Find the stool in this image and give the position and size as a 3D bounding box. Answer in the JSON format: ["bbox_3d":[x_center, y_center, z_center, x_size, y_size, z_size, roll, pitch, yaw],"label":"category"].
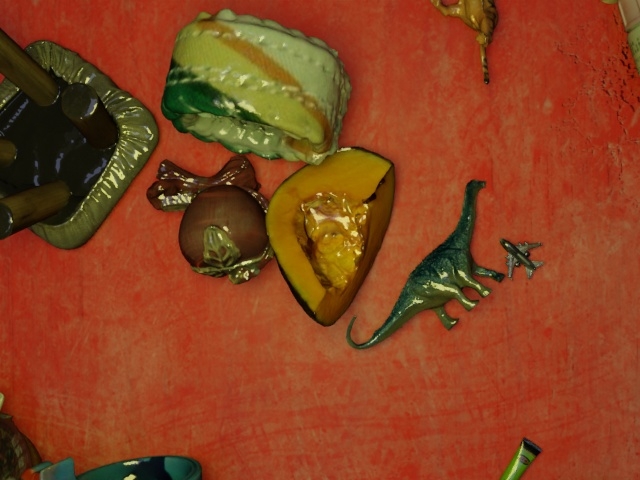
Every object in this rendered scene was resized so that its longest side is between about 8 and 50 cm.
[{"bbox_3d":[-0.482,-0.171,1.036,0.310,0.226,0.310,36,94,5],"label":"stool"}]

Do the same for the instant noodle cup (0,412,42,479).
[{"bbox_3d":[-0.557,0.438,1.079,0.274,0.091,0.274,-10,68,25],"label":"instant noodle cup"}]

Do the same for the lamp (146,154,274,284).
[{"bbox_3d":[-0.178,-0.025,1.054,0.215,0.151,0.223,-5,48,-9],"label":"lamp"}]

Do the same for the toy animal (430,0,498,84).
[{"bbox_3d":[0.264,-0.384,1.045,0.116,0.114,0.255,-4,95,-38],"label":"toy animal"}]

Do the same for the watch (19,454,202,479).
[{"bbox_3d":[-0.286,0.435,0.970,0.305,0.274,0.241,-5,89,37],"label":"watch"}]

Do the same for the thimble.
[{"bbox_3d":[-0.097,-0.230,0.982,0.288,0.254,0.167,15,85,-7],"label":"thimble"}]

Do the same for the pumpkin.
[{"bbox_3d":[0.000,0.000,1.036,0.169,0.148,0.312,15,57,23],"label":"pumpkin"}]

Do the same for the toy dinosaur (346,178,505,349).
[{"bbox_3d":[0.204,0.069,1.048,0.147,0.076,0.363,39,88,14],"label":"toy dinosaur"}]

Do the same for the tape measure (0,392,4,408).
[{"bbox_3d":[-0.684,0.349,1.047,0.259,0.138,0.262,-4,70,29],"label":"tape measure"}]

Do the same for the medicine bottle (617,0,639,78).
[{"bbox_3d":[0.557,-0.332,0.988,0.135,0.135,0.168,-17,88,5],"label":"medicine bottle"}]

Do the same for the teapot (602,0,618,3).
[{"bbox_3d":[0.487,-0.423,1.021,0.057,0.083,0.067,43,91,0],"label":"teapot"}]

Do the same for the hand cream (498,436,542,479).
[{"bbox_3d":[0.325,0.392,1.057,0.036,0.023,0.122,34,89,8],"label":"hand cream"}]

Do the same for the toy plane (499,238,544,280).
[{"bbox_3d":[0.333,0.025,1.055,0.083,0.031,0.078,41,93,4],"label":"toy plane"}]
